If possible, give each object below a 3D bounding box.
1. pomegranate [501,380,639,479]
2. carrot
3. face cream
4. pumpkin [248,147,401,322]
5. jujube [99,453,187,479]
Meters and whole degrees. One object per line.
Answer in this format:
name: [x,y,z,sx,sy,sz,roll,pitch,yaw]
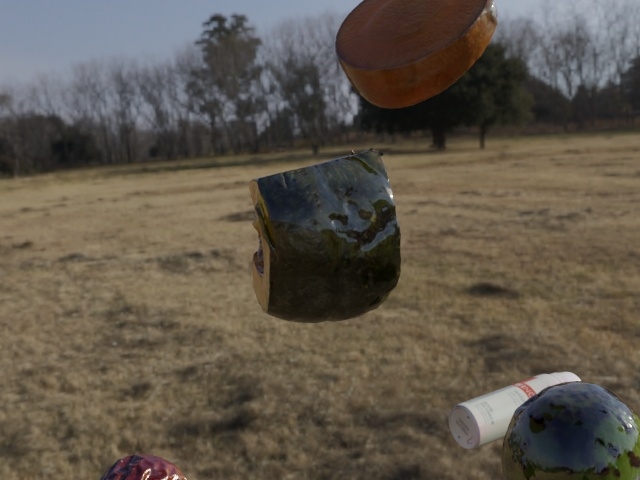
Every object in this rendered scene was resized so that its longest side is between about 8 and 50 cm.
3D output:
pomegranate: [0.419,0.382,1.305,0.242,0.306,0.242,-19,5,2]
carrot: [0.173,-0.367,1.463,0.307,0.258,0.100,-8,-34,33]
face cream: [0.439,0.359,1.771,0.345,0.102,0.102,-12,11,-31]
pumpkin: [0.000,0.000,1.358,0.225,0.303,0.256,-11,29,-13]
jujube: [-0.310,0.441,1.299,0.155,0.155,0.230,-1,17,23]
